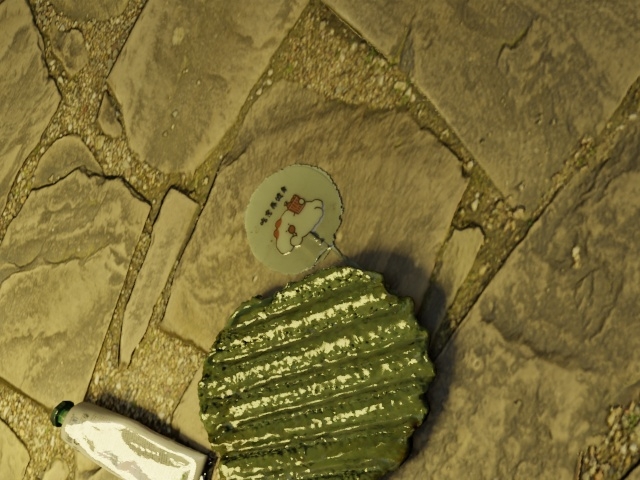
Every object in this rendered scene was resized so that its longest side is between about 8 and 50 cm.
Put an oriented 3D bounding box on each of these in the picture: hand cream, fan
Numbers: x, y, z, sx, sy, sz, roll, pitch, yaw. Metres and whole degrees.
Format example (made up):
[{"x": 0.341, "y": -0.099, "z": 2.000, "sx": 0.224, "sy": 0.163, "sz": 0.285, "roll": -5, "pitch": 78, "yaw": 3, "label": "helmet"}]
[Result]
[{"x": -0.337, "y": 0.372, "z": 1.157, "sx": 0.336, "sy": 0.076, "sz": 0.121, "roll": 19, "pitch": 96, "yaw": 22, "label": "hand cream"}, {"x": 0.000, "y": 0.000, "z": 1.068, "sx": 0.329, "sy": 0.009, "sz": 0.190, "roll": 39, "pitch": 99, "yaw": 27, "label": "fan"}]

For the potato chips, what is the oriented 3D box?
[{"x": -0.020, "y": 0.237, "z": 1.008, "sx": 0.429, "sy": 0.070, "sz": 0.358, "roll": -22, "pitch": 71, "yaw": 22, "label": "potato chips"}]
